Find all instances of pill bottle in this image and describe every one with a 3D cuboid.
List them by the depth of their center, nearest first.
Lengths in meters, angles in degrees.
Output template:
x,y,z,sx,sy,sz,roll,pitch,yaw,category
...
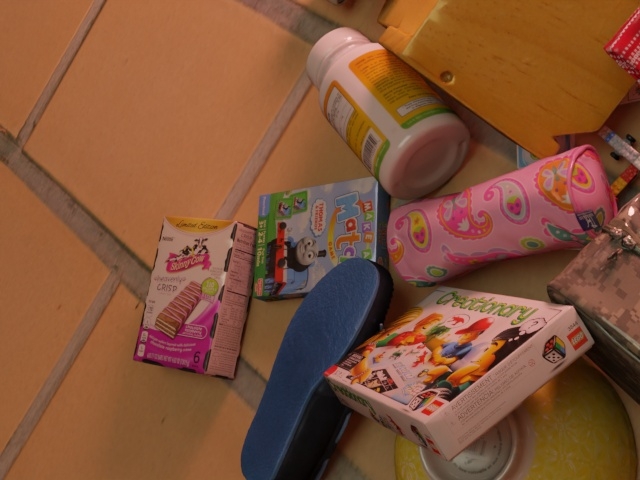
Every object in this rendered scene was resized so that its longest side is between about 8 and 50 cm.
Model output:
x,y,z,sx,sy,sz,roll,pitch,yaw,category
0.082,-0.183,1.314,0.136,0.136,0.246,-47,55,15,pill bottle

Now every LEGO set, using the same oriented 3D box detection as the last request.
x,y,z,sx,sy,sz,roll,pitch,yaw,category
0.343,-0.131,1.164,0.244,0.060,0.183,-8,73,36,LEGO set

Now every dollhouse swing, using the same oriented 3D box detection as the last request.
x,y,z,sx,sy,sz,roll,pitch,yaw,category
0.274,-0.327,1.253,0.315,0.305,0.347,36,99,-1,dollhouse swing

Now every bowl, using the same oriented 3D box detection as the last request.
x,y,z,sx,sy,sz,roll,pitch,yaw,category
0.194,0.235,1.087,0.289,0.156,0.290,-12,66,28,bowl

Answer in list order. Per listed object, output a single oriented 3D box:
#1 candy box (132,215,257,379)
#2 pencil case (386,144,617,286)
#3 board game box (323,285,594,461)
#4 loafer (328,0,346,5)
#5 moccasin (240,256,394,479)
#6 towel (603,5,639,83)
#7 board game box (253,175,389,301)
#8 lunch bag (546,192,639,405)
x,y,z,sx,sy,sz,roll,pitch,yaw,category
-0.188,0.084,1.470,0.159,0.071,0.233,4,78,37,candy box
0.217,-0.021,1.158,0.284,0.124,0.124,-16,67,40,pencil case
0.136,0.133,1.058,0.193,0.053,0.305,-35,11,-15,board game box
0.102,-0.485,1.415,0.319,0.112,0.111,-47,60,24,loafer
0.006,0.181,1.282,0.138,0.116,0.342,42,107,48,moccasin
0.475,-0.193,1.033,0.275,0.031,0.199,42,103,7,towel
0.000,0.000,1.382,0.211,0.039,0.160,-8,72,33,board game box
0.418,0.068,0.969,0.256,0.212,0.305,-43,55,-2,lunch bag
